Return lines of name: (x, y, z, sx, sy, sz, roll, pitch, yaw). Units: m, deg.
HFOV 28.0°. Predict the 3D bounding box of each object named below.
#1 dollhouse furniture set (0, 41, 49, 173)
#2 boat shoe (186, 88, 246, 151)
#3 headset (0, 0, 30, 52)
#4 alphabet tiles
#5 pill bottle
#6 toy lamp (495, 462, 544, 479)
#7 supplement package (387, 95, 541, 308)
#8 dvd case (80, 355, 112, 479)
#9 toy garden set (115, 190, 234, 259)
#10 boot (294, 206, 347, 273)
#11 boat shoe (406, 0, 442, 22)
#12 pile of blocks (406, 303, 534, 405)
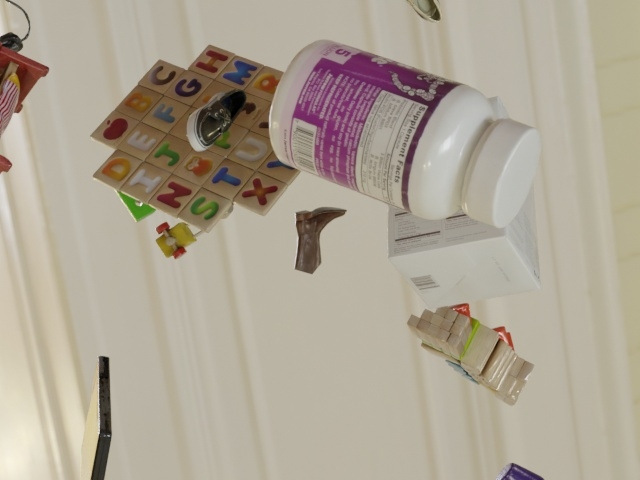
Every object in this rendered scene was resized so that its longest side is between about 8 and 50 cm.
dollhouse furniture set: (-0.554, -0.121, 1.856, 0.152, 0.201, 0.374, 27, 141, -21)
boat shoe: (-0.140, -0.169, 1.742, 0.040, 0.049, 0.142, -18, -155, 27)
headset: (-0.590, -0.487, 2.105, 0.185, 0.394, 0.243, -20, -177, 13)
alphabet tiles: (-0.162, -0.156, 1.857, 0.343, 0.011, 0.285, 24, -115, 31)
pill bottle: (0.103, -0.123, 1.543, 0.302, 0.169, 0.169, 22, -156, 23)
toy lamp: (0.429, 0.500, 2.285, 0.080, 0.275, 0.080, -51, -177, 4)
supplement package: (0.233, -0.058, 2.101, 0.198, 0.262, 0.199, -11, 149, 21)
dvd case: (-0.340, 0.308, 1.938, 0.022, 0.180, 0.253, 9, -161, -13)
toy garden set: (-0.251, -0.093, 2.399, 0.244, 0.203, 0.049, -32, 174, -27)
boot: (0.000, 0.000, 2.295, 0.106, 0.114, 0.037, -8, -166, -24)
boat shoe: (0.147, -0.389, 1.999, 0.049, 0.137, 0.043, -41, -133, 5)
pile of blocks: (0.298, 0.198, 2.494, 0.149, 0.112, 0.362, 18, 163, 44)
